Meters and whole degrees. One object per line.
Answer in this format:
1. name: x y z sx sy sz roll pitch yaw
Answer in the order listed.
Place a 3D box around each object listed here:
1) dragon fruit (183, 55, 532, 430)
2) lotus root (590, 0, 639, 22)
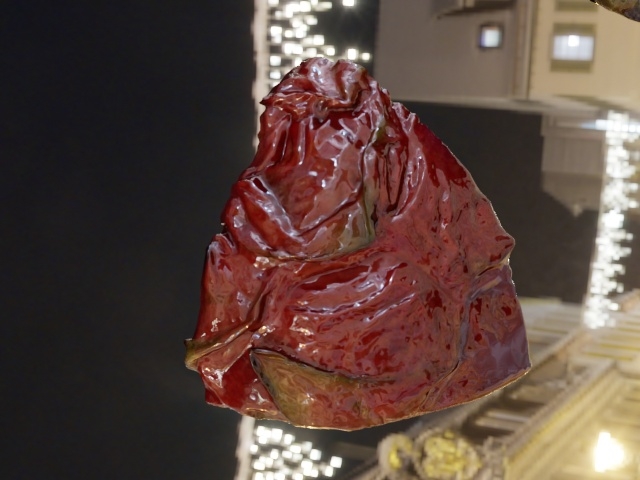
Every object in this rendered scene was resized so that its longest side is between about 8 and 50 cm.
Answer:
1. dragon fruit: 0.000 0.000 1.043 0.302 0.240 0.330 -14 -87 -23
2. lotus root: 0.220 -0.294 0.977 0.210 0.314 0.142 3 -59 -46
